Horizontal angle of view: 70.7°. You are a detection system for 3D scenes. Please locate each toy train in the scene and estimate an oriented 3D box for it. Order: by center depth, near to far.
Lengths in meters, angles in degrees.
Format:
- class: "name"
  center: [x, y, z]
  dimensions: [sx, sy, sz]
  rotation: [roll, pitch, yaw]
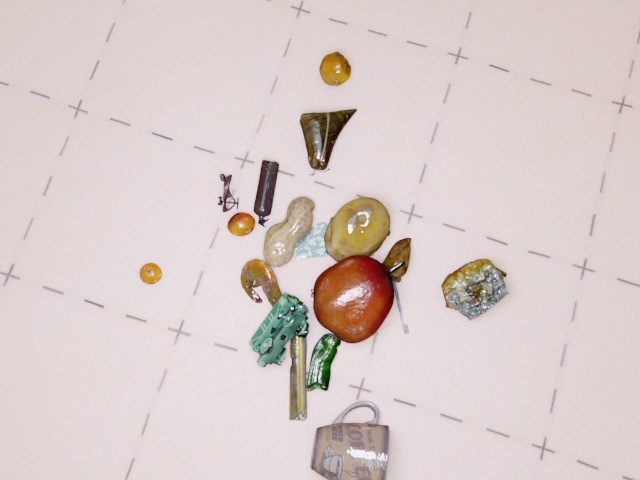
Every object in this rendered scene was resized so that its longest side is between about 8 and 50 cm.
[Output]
- class: "toy train"
  center: [-0.140, 0.329, 1.618]
  dimensions: [0.115, 0.154, 0.269]
  rotation: [33, 94, -24]

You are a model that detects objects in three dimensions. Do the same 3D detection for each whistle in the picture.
- class: "whistle"
  center: [-0.082, 0.494, 1.663]
  dimensions: [0.068, 0.057, 0.326]
  rotation: [0, 81, -1]

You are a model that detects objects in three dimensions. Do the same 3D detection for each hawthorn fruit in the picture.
- class: "hawthorn fruit"
  center: [0.149, 0.182, 1.591]
  dimensions: [0.369, 0.285, 0.284]
  rotation: [-38, 83, 11]

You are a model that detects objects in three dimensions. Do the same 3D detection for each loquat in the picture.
- class: "loquat"
  center: [0.058, -0.697, 1.833]
  dimensions: [0.137, 0.113, 0.137]
  rotation: [-8, 70, 21]

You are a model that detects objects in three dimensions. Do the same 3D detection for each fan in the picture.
- class: "fan"
  center: [0.000, 0.000, 1.765]
  dimensions: [0.240, 0.009, 0.131]
  rotation: [-26, 84, -6]

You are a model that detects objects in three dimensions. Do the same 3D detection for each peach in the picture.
- class: "peach"
  center: [-0.305, -0.063, 1.726]
  dimensions: [0.101, 0.101, 0.100]
  rotation: [0, 81, -1]

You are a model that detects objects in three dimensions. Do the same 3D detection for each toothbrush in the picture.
- class: "toothbrush"
  center: [0.305, 0.249, 1.728]
  dimensions: [0.019, 0.016, 0.219]
  rotation: [-12, 81, -4]

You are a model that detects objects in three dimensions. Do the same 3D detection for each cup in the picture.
- class: "cup"
  center: [0.107, 0.702, 1.572]
  dimensions: [0.257, 0.227, 0.301]
  rotation: [10, 52, 5]

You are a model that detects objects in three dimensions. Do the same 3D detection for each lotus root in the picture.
- class: "lotus root"
  center: [0.297, 0.061, 1.722]
  dimensions: [0.094, 0.108, 0.190]
  rotation: [34, 68, -32]

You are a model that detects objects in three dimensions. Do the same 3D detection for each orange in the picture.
- class: "orange"
  center: [-0.643, 0.126, 1.706]
  dimensions: [0.083, 0.070, 0.083]
  rotation: [0, 76, -1]

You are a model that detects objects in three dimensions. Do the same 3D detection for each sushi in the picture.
- class: "sushi"
  center: [0.584, 0.173, 1.682]
  dimensions: [0.274, 0.139, 0.184]
  rotation: [-34, 85, 0]

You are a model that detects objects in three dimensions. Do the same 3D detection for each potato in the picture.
- class: "potato"
  center: [0.142, -0.052, 1.673]
  dimensions: [0.285, 0.242, 0.242]
  rotation: [-27, 82, -4]

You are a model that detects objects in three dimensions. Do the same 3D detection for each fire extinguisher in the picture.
- class: "fire extinguisher"
  center: [-0.210, -0.179, 1.753]
  dimensions: [0.072, 0.089, 0.267]
  rotation: [17, 77, -43]

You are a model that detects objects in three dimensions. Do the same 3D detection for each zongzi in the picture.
- class: "zongzi"
  center: [0.054, -0.396, 1.787]
  dimensions: [0.241, 0.111, 0.247]
  rotation: [-10, 86, -9]

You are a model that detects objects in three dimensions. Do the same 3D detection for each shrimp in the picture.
- class: "shrimp"
  center: [-0.213, 0.186, 1.702]
  dimensions: [0.150, 0.068, 0.248]
  rotation: [-32, 88, 25]

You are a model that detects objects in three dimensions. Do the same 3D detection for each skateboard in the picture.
- class: "skateboard"
  center: [-0.359, -0.185, 1.771]
  dimensions: [0.080, 0.067, 0.151]
  rotation: [4, 86, -10]

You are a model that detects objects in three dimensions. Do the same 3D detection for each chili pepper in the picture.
- class: "chili pepper"
  center: [0.007, 0.454, 1.670]
  dimensions: [0.098, 0.061, 0.224]
  rotation: [19, 83, -3]

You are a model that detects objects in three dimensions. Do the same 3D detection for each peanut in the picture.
- class: "peanut"
  center: [-0.121, -0.038, 1.717]
  dimensions: [0.136, 0.120, 0.298]
  rotation: [34, 80, -1]
